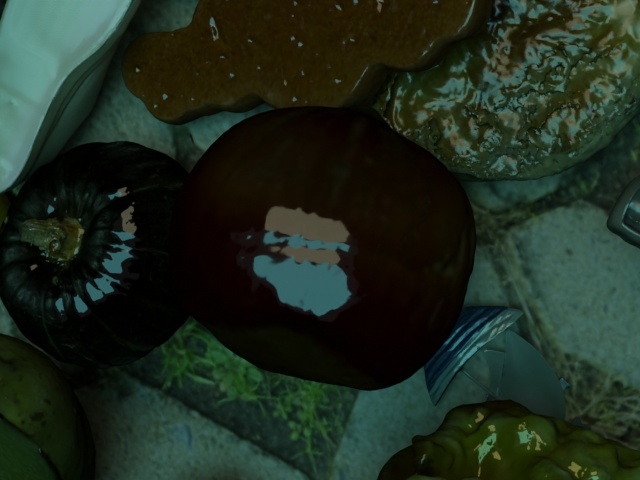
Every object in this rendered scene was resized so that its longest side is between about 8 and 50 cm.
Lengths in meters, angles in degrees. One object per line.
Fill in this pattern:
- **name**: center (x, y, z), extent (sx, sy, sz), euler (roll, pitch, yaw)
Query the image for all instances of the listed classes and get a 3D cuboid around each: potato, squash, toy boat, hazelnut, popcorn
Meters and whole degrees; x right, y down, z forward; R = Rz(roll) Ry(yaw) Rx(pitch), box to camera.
- **potato**: center (-0.257, 0.161, 0.893), extent (0.160, 0.111, 0.272), euler (20, 141, 10)
- **squash**: center (-0.181, 0.011, 0.879), extent (0.193, 0.156, 0.193), euler (-1, 73, 2)
- **toy boat**: center (0.158, 0.110, 0.862), extent (0.149, 0.034, 0.105), euler (20, 101, 12)
- **hazelnut**: center (0.000, 0.000, 0.798), extent (0.229, 0.229, 0.230), euler (1, 95, 14)
- **popcorn**: center (0.143, 0.240, 0.771), extent (0.293, 0.293, 0.237), euler (-36, 69, 14)

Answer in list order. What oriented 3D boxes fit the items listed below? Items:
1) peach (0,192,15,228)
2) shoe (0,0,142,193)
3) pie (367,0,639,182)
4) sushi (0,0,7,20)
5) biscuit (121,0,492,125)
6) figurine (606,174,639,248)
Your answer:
- **peach**: center (-0.414, -0.016, 0.977), extent (0.279, 0.068, 0.189), euler (0, 93, 14)
- **shoe**: center (-0.223, -0.160, 0.894), extent (0.095, 0.110, 0.265), euler (36, 98, 2)
- **pie**: center (0.139, -0.178, 0.835), extent (0.274, 0.055, 0.274), euler (0, 90, 17)
- **sushi**: center (-0.382, -0.195, 0.940), extent (0.273, 0.134, 0.109), euler (-25, 73, 30)
- **biscuit**: center (-0.021, -0.196, 0.849), extent (0.333, 0.047, 0.202), euler (0, 92, 28)
- **figurine**: center (0.354, -0.060, 0.747), extent (0.308, 0.143, 0.309), euler (0, 92, 16)
